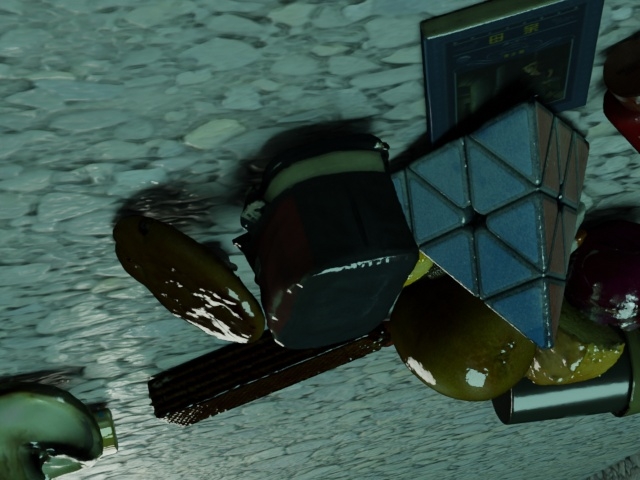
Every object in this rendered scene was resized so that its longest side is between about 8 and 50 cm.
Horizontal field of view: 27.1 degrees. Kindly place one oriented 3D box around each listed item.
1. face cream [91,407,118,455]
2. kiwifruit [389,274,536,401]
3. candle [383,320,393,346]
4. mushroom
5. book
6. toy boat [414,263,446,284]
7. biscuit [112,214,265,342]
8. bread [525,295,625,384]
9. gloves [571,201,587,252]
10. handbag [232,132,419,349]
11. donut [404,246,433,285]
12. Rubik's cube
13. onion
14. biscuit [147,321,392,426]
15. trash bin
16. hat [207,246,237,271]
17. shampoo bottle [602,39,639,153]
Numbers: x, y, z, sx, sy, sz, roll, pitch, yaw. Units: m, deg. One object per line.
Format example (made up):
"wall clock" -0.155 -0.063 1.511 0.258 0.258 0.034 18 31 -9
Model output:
"face cream" -0.472 0.341 2.141 0.285 0.067 0.139 -13 156 -12
"kiwifruit" 0.205 0.132 1.958 0.196 0.195 0.234 -2 -162 -34
"candle" 0.221 0.112 2.141 0.329 0.048 0.051 -18 150 1
"mushroom" -0.466 0.310 1.929 0.267 0.189 0.164 -36 180 -21
"book" 0.204 -0.187 1.430 0.191 0.025 0.269 -17 159 0
"toy boat" 0.136 0.045 1.912 0.149 0.049 0.047 -28 157 25
"biscuit" -0.154 0.050 1.530 0.036 0.212 0.212 -52 170 -23
"bread" 0.355 0.146 2.033 0.143 0.229 0.139 2 117 -24
"gloves" 0.284 0.006 1.831 0.219 0.131 0.140 7 151 -30
"handbag" 0.000 0.000 1.516 0.181 0.181 0.254 -11 156 -14
"donut" 0.069 0.020 1.765 0.190 0.074 0.174 -9 158 -19
"Rubik's cube" 0.222 -0.052 1.577 0.229 0.228 0.233 33 100 -23
"onion" 0.425 0.038 2.016 0.195 0.218 0.139 -34 136 -52
"biscuit" -0.079 0.191 2.073 0.388 0.073 0.107 -22 160 13
"trash bin" 0.477 0.220 2.393 0.334 0.214 0.214 -7 157 -6
"hat" -0.138 0.027 1.684 0.058 0.042 0.087 -14 -167 0
"shampoo bottle" 0.415 -0.156 1.597 0.118 0.076 0.314 -25 157 21
